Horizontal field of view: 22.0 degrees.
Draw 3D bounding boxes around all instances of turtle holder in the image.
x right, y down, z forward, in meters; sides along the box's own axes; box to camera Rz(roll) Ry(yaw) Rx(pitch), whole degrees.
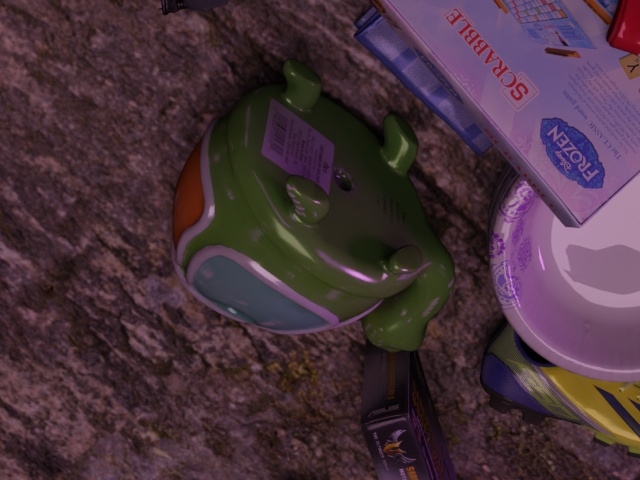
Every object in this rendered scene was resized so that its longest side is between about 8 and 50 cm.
[{"bbox_3d":[-0.009,-0.017,1.707,0.320,0.243,0.227,10,143,-46],"label":"turtle holder"}]

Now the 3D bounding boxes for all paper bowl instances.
[{"bbox_3d":[0.313,-0.008,1.709,0.284,0.148,0.284,1,112,2],"label":"paper bowl"}]

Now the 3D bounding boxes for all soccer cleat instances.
[{"bbox_3d":[0.321,0.161,1.830,0.289,0.093,0.121,15,109,-5],"label":"soccer cleat"}]

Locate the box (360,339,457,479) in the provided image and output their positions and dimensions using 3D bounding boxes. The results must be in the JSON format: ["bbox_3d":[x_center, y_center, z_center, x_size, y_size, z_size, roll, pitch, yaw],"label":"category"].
[{"bbox_3d":[0.104,0.244,1.831,0.056,0.183,0.231,-13,114,10],"label":"box"}]

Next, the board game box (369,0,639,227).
[{"bbox_3d":[0.251,-0.233,1.554,0.318,0.066,0.319,-41,93,-4],"label":"board game box"}]

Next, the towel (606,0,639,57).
[{"bbox_3d":[0.414,-0.234,1.521,0.274,0.031,0.199,17,89,-6],"label":"towel"}]

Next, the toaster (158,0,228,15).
[{"bbox_3d":[-0.071,-0.319,1.598,0.226,0.129,0.146,-14,111,12],"label":"toaster"}]

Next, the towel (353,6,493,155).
[{"bbox_3d":[0.198,-0.241,1.672,0.209,0.034,0.285,42,112,-17],"label":"towel"}]
